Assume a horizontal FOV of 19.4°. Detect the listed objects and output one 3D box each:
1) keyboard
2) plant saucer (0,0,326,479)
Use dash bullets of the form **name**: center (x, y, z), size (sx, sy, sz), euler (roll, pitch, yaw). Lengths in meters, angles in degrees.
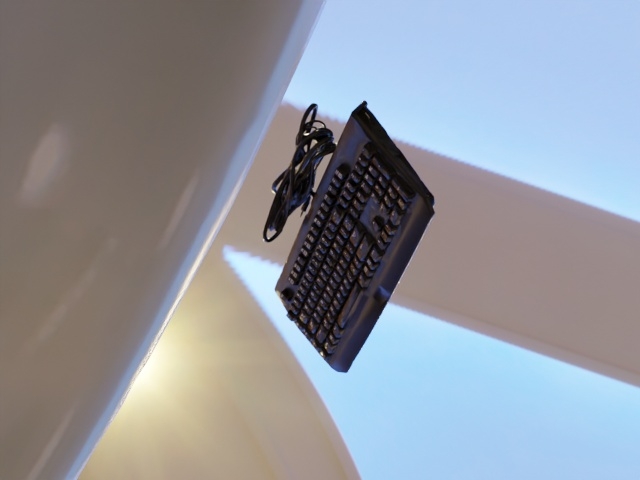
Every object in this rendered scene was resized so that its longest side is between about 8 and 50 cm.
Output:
- **keyboard**: center (0.000, 0.000, 1.040), size (0.038, 0.192, 0.100), euler (-24, -113, -29)
- **plant saucer**: center (-0.128, 0.029, 0.180), size (0.100, 0.400, 0.400), euler (33, -90, 8)
